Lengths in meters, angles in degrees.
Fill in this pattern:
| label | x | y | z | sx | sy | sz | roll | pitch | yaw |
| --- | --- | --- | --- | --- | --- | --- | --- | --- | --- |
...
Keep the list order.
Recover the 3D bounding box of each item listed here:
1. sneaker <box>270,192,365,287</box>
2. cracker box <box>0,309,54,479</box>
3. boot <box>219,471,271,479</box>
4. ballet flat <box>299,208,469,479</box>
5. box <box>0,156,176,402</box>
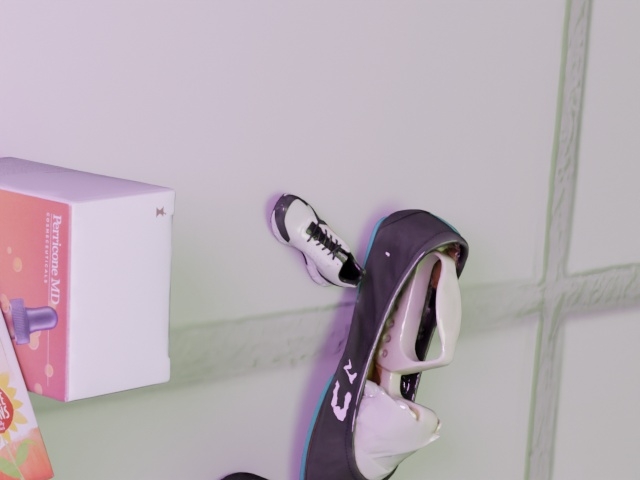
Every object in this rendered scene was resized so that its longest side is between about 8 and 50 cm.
| label | x | y | z | sx | sy | sz | roll | pitch | yaw |
| --- | --- | --- | --- | --- | --- | --- | --- | --- | --- |
| sneaker | 0.000 | 0.000 | 1.581 | 0.109 | 0.044 | 0.040 | 48 | 65 | -41 |
| cracker box | -0.272 | 0.058 | 1.193 | 0.156 | 0.067 | 0.232 | -8 | 75 | -47 |
| boot | -0.006 | 0.358 | 1.492 | 0.131 | 0.260 | 0.348 | 9 | 93 | -49 |
| ballet flat | 0.057 | 0.110 | 1.631 | 0.095 | 0.096 | 0.280 | 17 | 87 | -49 |
| box | -0.185 | 0.021 | 1.279 | 0.091 | 0.170 | 0.130 | -8 | 104 | -47 |
